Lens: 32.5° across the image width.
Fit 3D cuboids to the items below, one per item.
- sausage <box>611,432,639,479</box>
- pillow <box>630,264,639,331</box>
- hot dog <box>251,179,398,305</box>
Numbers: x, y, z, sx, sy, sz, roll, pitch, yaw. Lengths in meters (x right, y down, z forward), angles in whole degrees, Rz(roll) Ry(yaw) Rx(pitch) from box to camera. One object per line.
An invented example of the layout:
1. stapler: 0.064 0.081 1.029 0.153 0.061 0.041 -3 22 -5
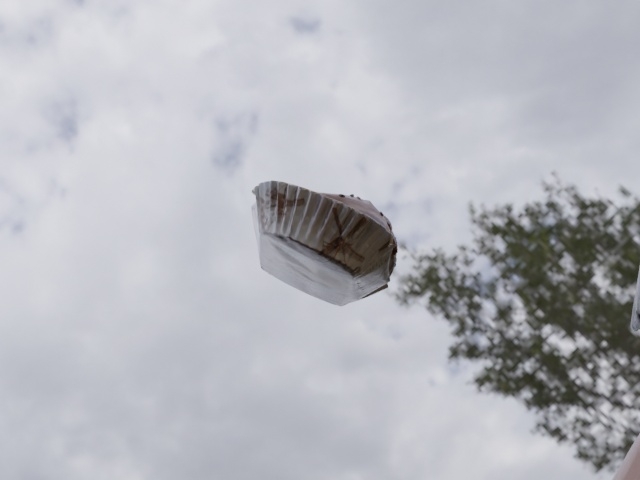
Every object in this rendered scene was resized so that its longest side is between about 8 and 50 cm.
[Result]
1. sausage: 0.175 0.216 0.630 0.086 0.086 0.289 2 -63 -42
2. pillow: 0.163 -0.001 0.433 0.048 0.150 0.091 2 -88 -5
3. hot dog: 0.000 0.000 0.683 0.192 0.099 0.053 87 -156 -76
